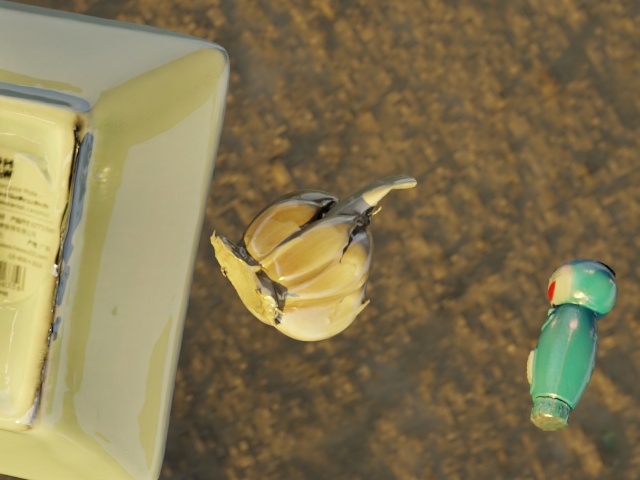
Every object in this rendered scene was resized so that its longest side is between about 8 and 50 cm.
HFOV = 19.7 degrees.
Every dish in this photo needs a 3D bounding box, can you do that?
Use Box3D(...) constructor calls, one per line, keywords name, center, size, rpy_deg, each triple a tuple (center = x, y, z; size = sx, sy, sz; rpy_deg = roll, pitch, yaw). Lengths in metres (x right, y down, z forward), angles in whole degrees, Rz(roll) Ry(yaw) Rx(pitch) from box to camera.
Box3D(name="dish", center=(-0.156, 0.005, 0.914), size=(0.080, 0.182, 0.243), rpy_deg=(-34, 135, -79))

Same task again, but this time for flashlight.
Box3D(name="flashlight", center=(0.173, 0.070, 1.263), size=(0.051, 0.051, 0.129), rpy_deg=(34, 56, -26))

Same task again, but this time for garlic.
Box3D(name="garlic", center=(0.000, 0.000, 1.620), size=(0.131, 0.127, 0.194), rpy_deg=(35, 67, 30))
